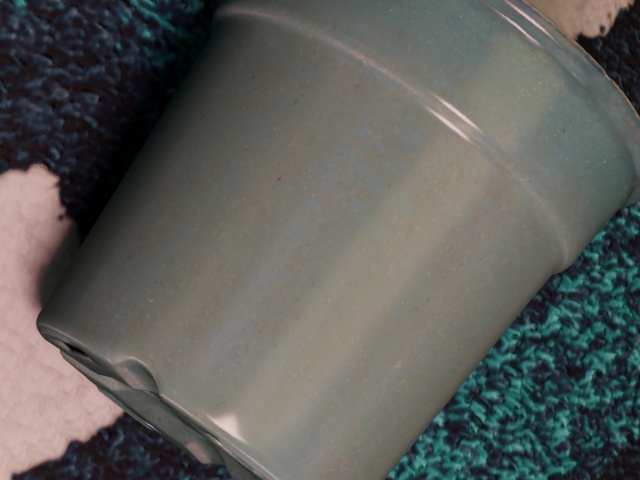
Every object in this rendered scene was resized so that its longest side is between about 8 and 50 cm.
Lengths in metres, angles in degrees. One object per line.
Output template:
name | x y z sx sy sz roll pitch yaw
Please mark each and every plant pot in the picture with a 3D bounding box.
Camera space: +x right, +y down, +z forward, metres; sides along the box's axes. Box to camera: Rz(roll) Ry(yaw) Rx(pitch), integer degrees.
plant pot | 0.000 0.000 1.316 0.341 0.341 0.334 44 76 -37
